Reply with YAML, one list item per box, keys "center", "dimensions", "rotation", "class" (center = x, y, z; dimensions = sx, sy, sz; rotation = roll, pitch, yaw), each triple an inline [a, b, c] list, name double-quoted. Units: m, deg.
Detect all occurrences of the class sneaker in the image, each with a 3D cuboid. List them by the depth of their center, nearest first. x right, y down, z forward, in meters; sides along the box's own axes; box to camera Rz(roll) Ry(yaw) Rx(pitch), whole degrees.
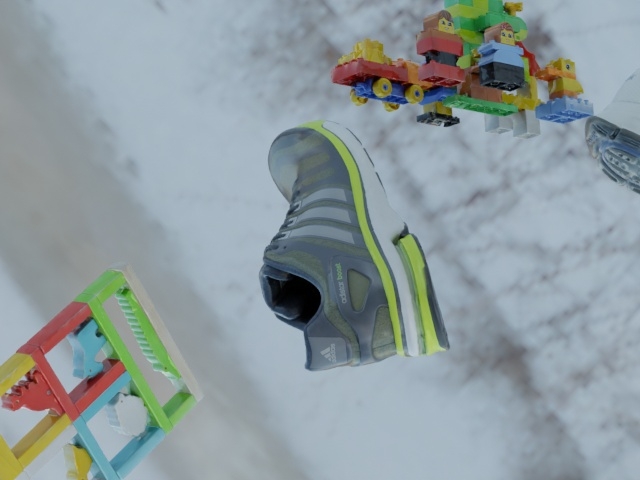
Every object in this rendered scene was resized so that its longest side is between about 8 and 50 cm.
- center: [0.000, 0.000, 1.608]
  dimensions: [0.300, 0.121, 0.111]
  rotation: [-121, 18, -54]
  class: "sneaker"
- center: [0.375, -0.070, 1.647]
  dimensions: [0.297, 0.129, 0.111]
  rotation: [29, 158, 13]
  class: "sneaker"

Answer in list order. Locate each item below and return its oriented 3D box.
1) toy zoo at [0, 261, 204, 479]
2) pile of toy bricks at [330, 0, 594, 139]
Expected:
- center: [-0.265, 0.186, 2.097]
  dimensions: [0.030, 0.293, 0.192]
  rotation: [5, 130, 47]
  class: "toy zoo"
- center: [0.113, -0.146, 1.435]
  dimensions: [0.212, 0.105, 0.118]
  rotation: [7, 165, -41]
  class: "pile of toy bricks"
